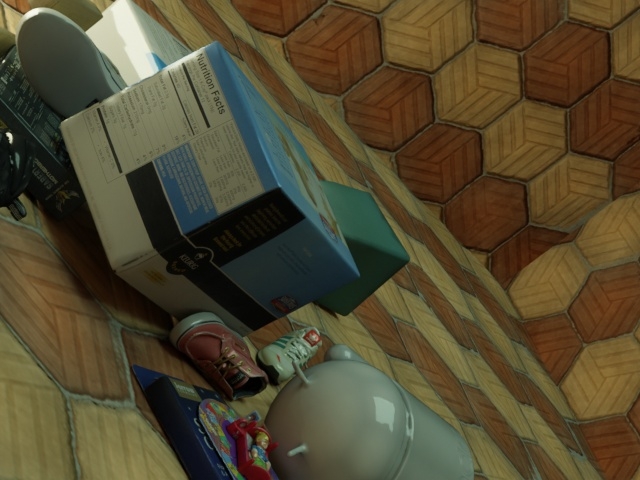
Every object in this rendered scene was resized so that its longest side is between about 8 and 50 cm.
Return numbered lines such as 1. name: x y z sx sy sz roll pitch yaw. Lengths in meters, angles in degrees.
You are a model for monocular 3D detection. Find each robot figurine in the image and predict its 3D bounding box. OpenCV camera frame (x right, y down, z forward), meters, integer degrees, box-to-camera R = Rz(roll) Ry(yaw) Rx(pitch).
1. robot figurine: 0.060 0.276 1.973 0.353 0.200 0.300 39 30 -45

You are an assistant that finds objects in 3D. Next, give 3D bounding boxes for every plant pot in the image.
1. plant pot: 0.000 0.000 2.674 0.234 0.165 0.165 21 32 -53

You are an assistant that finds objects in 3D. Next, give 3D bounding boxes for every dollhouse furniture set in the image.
1. dollhouse furniture set: -0.407 -0.317 2.075 0.123 0.151 0.144 56 10 19

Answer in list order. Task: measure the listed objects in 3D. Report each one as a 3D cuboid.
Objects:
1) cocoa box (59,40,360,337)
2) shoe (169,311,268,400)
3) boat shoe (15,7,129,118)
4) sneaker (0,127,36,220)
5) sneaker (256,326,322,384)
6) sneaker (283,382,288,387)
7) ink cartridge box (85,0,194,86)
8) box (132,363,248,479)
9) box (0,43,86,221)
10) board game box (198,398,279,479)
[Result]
1. cocoa box: -0.130 -0.047 1.972 0.231 0.228 0.347 66 8 25
2. shoe: -0.124 0.149 1.983 0.081 0.063 0.178 52 7 25
3. boat shoe: -0.303 -0.207 2.001 0.267 0.096 0.088 46 8 -41
4. sneaker: -0.402 -0.134 1.700 0.268 0.101 0.153 63 15 21
5. sneaker: -0.040 0.157 2.249 0.057 0.075 0.161 52 12 1
6. sneaker: -0.009 0.233 2.177 0.152 0.058 0.084 50 17 -31
7. ink cartridge box: -0.189 -0.136 2.320 0.395 0.166 0.285 37 20 -49
8. box: -0.128 0.234 1.799 0.225 0.036 0.136 57 12 25
9. box: -0.358 -0.139 1.961 0.183 0.059 0.232 48 12 -17
10. board game box: -0.075 0.244 1.796 0.168 0.033 0.133 57 13 21
